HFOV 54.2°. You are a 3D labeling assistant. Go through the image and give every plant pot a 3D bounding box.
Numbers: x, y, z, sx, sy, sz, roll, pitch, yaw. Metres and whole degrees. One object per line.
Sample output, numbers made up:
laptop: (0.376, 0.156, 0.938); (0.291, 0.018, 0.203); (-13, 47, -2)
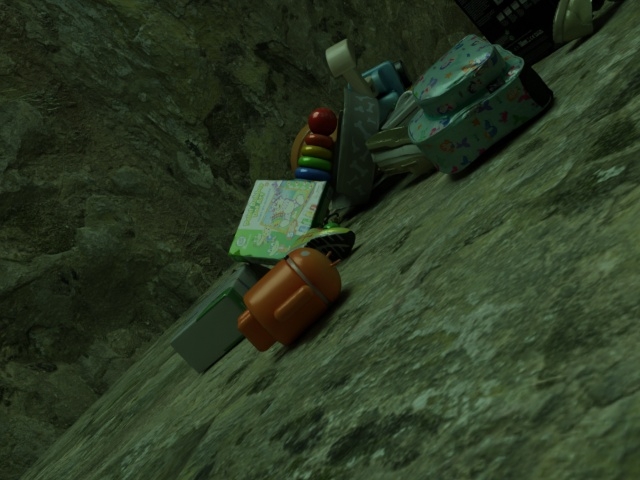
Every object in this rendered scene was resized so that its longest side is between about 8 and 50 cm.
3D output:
plant pot: (0.065, -0.263, 2.090); (0.291, 0.291, 0.203); (-43, 24, -2)

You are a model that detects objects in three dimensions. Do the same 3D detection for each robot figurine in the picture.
robot figurine: (-0.052, 0.101, 1.142); (0.219, 0.128, 0.158); (-43, -30, -1)

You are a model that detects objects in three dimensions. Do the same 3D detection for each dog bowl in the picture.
dog bowl: (0.098, -0.258, 1.793); (0.349, 0.102, 0.349); (-176, 90, -88)

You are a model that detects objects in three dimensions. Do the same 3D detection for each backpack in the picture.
backpack: (0.285, -0.261, 1.216); (0.253, 0.191, 0.225); (-45, 20, 19)

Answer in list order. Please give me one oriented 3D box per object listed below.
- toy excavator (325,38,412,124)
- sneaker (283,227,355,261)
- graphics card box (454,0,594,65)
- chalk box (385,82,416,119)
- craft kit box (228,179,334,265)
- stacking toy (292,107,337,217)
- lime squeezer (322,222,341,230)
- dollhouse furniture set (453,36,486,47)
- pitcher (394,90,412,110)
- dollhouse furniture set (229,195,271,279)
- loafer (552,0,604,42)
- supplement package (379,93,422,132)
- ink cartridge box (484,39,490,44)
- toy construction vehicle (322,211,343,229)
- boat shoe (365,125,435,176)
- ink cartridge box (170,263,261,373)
toy excavator: (0.189, -0.509, 2.172); (0.222, 0.433, 0.445); (-23, 18, 20)
sneaker: (0.000, 0.000, 1.458); (0.208, 0.081, 0.094); (-18, 35, 40)
graphics card box: (0.468, -0.620, 1.561); (0.094, 0.371, 0.233); (-46, 7, -23)
chalk box: (0.308, -0.413, 2.051); (0.213, 0.132, 0.132); (-45, -3, -8)
craft kit box: (-0.110, -0.051, 1.741); (0.246, 0.061, 0.250); (2, 64, 34)
stacking toy: (-0.017, -0.241, 1.908); (0.141, 0.141, 0.331); (-149, 68, -82)
lime squeezer: (0.011, 0.008, 1.602); (0.110, 0.059, 0.310); (-41, 9, 10)
dollhouse furniture set: (0.548, -0.634, 2.279); (0.262, 0.135, 0.259); (-42, 19, 4)
pitcher: (0.245, -0.346, 1.941); (0.125, 0.178, 0.207); (8, -34, -46)
dollhouse furniture set: (-0.174, 0.022, 1.911); (0.161, 0.212, 0.242); (-28, 42, 63)
loafer: (0.598, -0.562, 1.410); (0.269, 0.092, 0.102); (-71, -22, -8)
supplement package: (0.279, -0.318, 1.692); (0.204, 0.145, 0.262); (-43, 8, 4)
ink cartridge box: (0.549, -0.579, 1.929); (0.172, 0.100, 0.237); (-46, 8, -18)
toy construction vehicle: (0.023, -0.047, 1.911); (0.098, 0.035, 0.086); (-42, 8, 1)
boat shoe: (0.244, -0.215, 1.465); (0.113, 0.103, 0.302); (-41, 27, -30)
ink cartridge box: (-0.256, 0.199, 1.662); (0.201, 0.117, 0.278); (-41, 8, 12)
